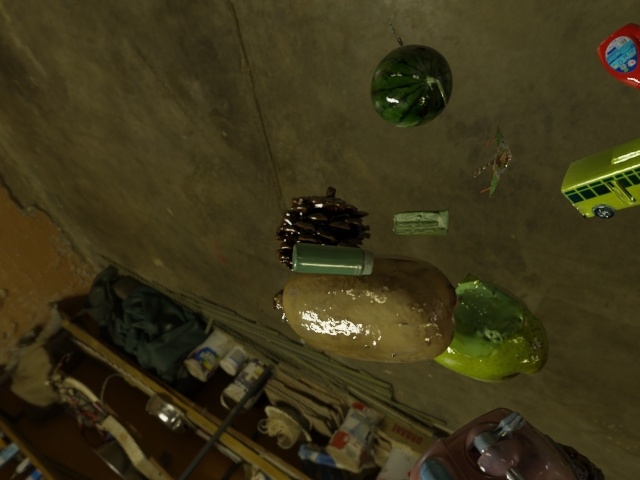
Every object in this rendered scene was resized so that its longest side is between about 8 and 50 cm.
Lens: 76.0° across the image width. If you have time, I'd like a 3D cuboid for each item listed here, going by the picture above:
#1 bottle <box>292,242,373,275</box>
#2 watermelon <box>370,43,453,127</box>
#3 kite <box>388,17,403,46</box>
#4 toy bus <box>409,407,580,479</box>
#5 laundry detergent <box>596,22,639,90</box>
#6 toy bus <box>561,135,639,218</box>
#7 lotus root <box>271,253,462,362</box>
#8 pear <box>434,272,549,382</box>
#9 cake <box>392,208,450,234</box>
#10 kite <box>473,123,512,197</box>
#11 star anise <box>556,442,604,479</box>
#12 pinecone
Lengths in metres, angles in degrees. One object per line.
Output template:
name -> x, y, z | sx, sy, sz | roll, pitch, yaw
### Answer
bottle -> 0.013, 0.020, 0.429 | 0.083, 0.031, 0.030 | 4, 143, -9
watermelon -> 0.215, -0.360, 0.957 | 0.188, 0.188, 0.214 | 52, 177, -13
kite -> 0.238, -0.491, 1.110 | 0.012, 0.230, 0.250 | -27, 140, 23
toy bus -> 0.283, 0.424, 0.704 | 0.232, 0.294, 0.197 | 51, -176, -28
laundry detergent -> 0.717, -0.404, 0.933 | 0.097, 0.049, 0.166 | -41, 69, 45
toy bus -> 0.749, -0.162, 0.996 | 0.150, 0.128, 0.262 | 40, 155, -11
lotus root -> 0.048, 0.108, 0.654 | 0.342, 0.152, 0.170 | -4, 123, 32
pear -> 0.453, 0.259, 1.100 | 0.281, 0.287, 0.176 | 38, 178, 32
cake -> 0.422, -0.077, 1.707 | 0.234, 0.100, 0.099 | 2, 172, 8
kite -> 0.462, -0.212, 1.117 | 0.006, 0.198, 0.244 | 5, 179, -1
star anise -> 0.559, 0.527, 0.828 | 0.073, 0.212, 0.196 | -36, 124, 24
pinecone -> -0.007, -0.007, 1.036 | 0.243, 0.257, 0.243 | 39, -173, -5
